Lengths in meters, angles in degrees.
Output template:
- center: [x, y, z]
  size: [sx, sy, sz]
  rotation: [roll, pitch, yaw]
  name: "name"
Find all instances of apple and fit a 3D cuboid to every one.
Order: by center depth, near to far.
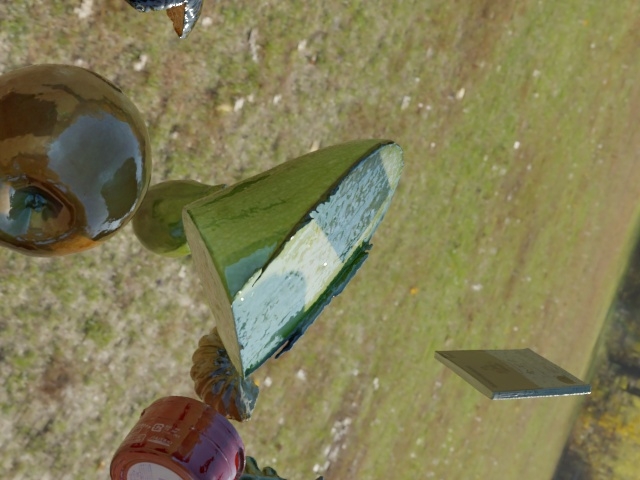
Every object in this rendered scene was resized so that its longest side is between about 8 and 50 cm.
- center: [-0.330, -0.091, 1.037]
  size: [0.253, 0.254, 0.253]
  rotation: [-51, 153, -39]
  name: "apple"

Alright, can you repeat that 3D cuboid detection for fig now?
- center: [-0.266, -0.042, 1.702]
  size: [0.167, 0.234, 0.167]
  rotation: [-18, 112, -51]
  name: "fig"

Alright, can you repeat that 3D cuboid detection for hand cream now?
- center: [-0.226, 0.356, 1.367]
  size: [0.125, 0.193, 0.193]
  rotation: [-56, 157, -50]
  name: "hand cream"

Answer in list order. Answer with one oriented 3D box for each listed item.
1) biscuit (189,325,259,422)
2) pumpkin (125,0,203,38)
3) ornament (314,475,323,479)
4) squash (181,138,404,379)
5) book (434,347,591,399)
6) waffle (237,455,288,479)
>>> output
- center: [-0.162, 0.218, 1.460]
  size: [0.061, 0.118, 0.183]
  rotation: [111, -23, -61]
  name: "biscuit"
- center: [-0.257, -0.420, 1.416]
  size: [0.108, 0.119, 0.183]
  rotation: [-41, 156, 19]
  name: "pumpkin"
- center: [0.023, 0.481, 1.313]
  size: [0.202, 0.236, 0.080]
  rotation: [-27, 141, -20]
  name: "ornament"
- center: [0.000, 0.000, 1.097]
  size: [0.309, 0.210, 0.233]
  rotation: [-20, 144, -14]
  name: "squash"
- center: [0.285, 0.195, 1.275]
  size: [0.199, 0.138, 0.016]
  rotation: [3, 107, -32]
  name: "book"
- center: [-0.126, 0.528, 1.570]
  size: [0.056, 0.309, 0.292]
  rotation: [-55, 176, 33]
  name: "waffle"
